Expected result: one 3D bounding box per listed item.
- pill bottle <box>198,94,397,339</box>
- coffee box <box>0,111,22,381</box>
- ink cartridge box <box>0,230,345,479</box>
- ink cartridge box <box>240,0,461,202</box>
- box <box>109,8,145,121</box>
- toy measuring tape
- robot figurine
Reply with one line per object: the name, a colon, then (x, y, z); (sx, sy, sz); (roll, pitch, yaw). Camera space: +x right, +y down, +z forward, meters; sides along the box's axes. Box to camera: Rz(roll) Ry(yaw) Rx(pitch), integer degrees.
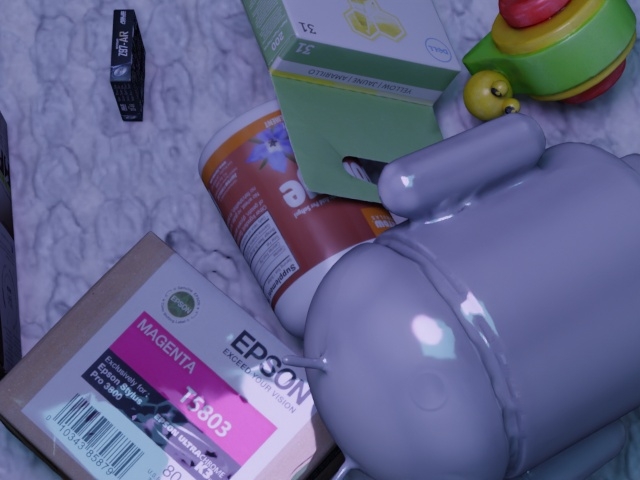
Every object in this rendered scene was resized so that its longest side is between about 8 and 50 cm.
pill bottle: (0.000, 0.000, 1.579); (0.121, 0.121, 0.216); (-28, 71, -7)
coffee box: (-0.324, 0.006, 1.607); (0.141, 0.098, 0.246); (-8, 69, 0)
ink cartridge box: (-0.111, 0.139, 1.551); (0.235, 0.088, 0.193); (39, 77, 16)
ink cartridge box: (0.036, -0.135, 1.593); (0.171, 0.056, 0.235); (8, 46, -34)
box: (-0.162, -0.147, 1.664); (0.018, 0.083, 0.067); (0, 70, 2)
toy measuring tape: (0.246, -0.214, 1.646); (0.330, 0.121, 0.121); (-44, 73, -12)
robot figurine: (0.136, 0.060, 1.428); (0.353, 0.200, 0.300); (-26, 109, -20)
